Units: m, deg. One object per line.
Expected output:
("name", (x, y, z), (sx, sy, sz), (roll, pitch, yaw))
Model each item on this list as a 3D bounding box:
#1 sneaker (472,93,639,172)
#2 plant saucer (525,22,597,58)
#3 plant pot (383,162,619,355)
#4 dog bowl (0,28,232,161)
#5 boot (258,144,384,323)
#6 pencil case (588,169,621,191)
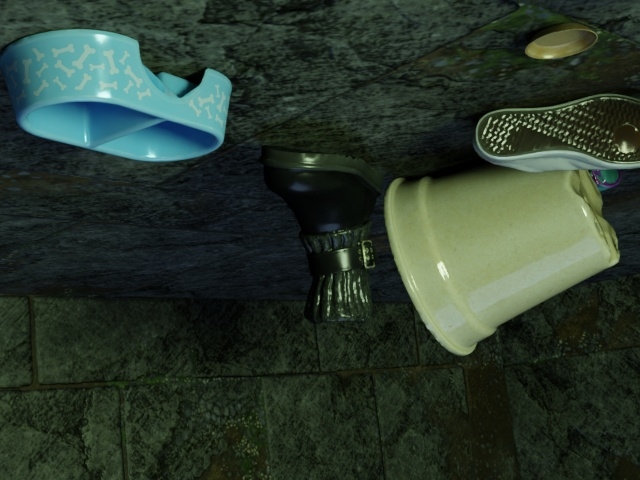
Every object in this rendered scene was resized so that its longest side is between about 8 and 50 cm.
("sneaker", (0.369, -0.154, 1.350), (0.290, 0.105, 0.123), (3, 176, 4))
("plant saucer", (0.282, -0.236, 1.077), (0.084, 0.015, 0.083), (-5, 168, -1))
("plant pot", (0.320, -0.011, 1.555), (0.306, 0.333, 0.334), (-24, 162, 24))
("dog bowl", (-0.226, -0.156, 1.060), (0.166, 0.074, 0.297), (-13, 166, 33))
("boot", (0.004, 0.001, 1.415), (0.131, 0.260, 0.348), (8, 176, 27))
("pencil case", (0.482, -0.107, 1.690), (0.070, 0.064, 0.152), (-28, 178, -26))
